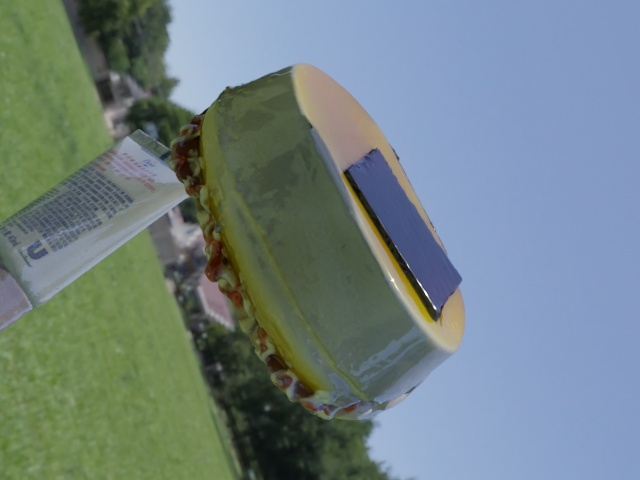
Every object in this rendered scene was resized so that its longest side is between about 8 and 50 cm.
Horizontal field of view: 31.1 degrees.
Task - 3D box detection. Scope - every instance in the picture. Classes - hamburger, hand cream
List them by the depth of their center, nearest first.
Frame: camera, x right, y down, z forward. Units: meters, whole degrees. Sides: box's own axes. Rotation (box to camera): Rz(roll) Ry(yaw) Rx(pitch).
[{"bbox_3d":[0.000,0.000,0.950,0.295,0.151,0.227,61,23,11],"label":"hamburger"},{"bbox_3d":[-0.236,-0.017,1.104,0.133,0.248,0.083,37,-25,40],"label":"hand cream"}]
